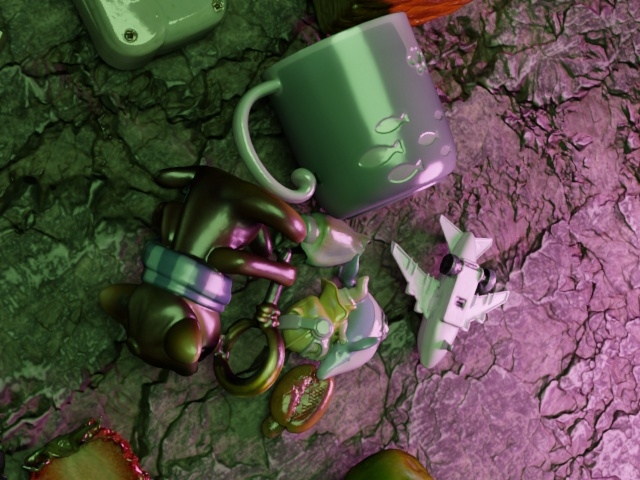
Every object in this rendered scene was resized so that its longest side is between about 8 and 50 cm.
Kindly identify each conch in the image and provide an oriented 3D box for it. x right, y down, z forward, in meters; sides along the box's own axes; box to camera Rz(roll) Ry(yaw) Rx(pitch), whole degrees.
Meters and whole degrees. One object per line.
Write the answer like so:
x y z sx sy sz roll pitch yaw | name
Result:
0.004 -0.003 2.019 0.180 0.065 0.088 16 76 -26 | conch

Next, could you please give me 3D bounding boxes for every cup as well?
0.032 -0.173 1.942 0.357 0.259 0.274 -25 92 -29 | cup

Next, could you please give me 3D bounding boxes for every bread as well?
0.130 -0.475 2.017 0.279 0.279 0.207 -15 88 -22 | bread

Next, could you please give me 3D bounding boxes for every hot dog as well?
-0.038 0.264 1.975 0.090 0.060 0.140 33 65 -9 | hot dog

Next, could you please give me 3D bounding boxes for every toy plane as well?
0.219 0.094 2.057 0.251 0.101 0.255 23 76 -26 | toy plane

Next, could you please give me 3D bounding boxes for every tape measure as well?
-0.295 -0.423 1.951 0.265 0.130 0.258 -28 89 -20 | tape measure

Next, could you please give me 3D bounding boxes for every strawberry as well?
-0.347 0.364 1.856 0.167 0.087 0.208 -24 117 0 | strawberry

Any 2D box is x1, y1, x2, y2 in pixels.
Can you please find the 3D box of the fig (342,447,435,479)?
0.081 0.471 1.931 0.275 0.206 0.206 -42 96 -5 | fig

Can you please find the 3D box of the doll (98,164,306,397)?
-0.173 0.053 1.903 0.318 0.209 0.339 21 72 19 | doll

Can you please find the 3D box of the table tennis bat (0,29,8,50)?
-0.552 -0.226 1.897 0.131 0.022 0.234 29 77 -11 | table tennis bat

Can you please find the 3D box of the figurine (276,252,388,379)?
0.022 0.127 1.981 0.184 0.128 0.208 14 70 -13 | figurine

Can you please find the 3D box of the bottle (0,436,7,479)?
-0.528 0.408 1.741 0.168 0.168 0.347 -1 78 -18 | bottle
